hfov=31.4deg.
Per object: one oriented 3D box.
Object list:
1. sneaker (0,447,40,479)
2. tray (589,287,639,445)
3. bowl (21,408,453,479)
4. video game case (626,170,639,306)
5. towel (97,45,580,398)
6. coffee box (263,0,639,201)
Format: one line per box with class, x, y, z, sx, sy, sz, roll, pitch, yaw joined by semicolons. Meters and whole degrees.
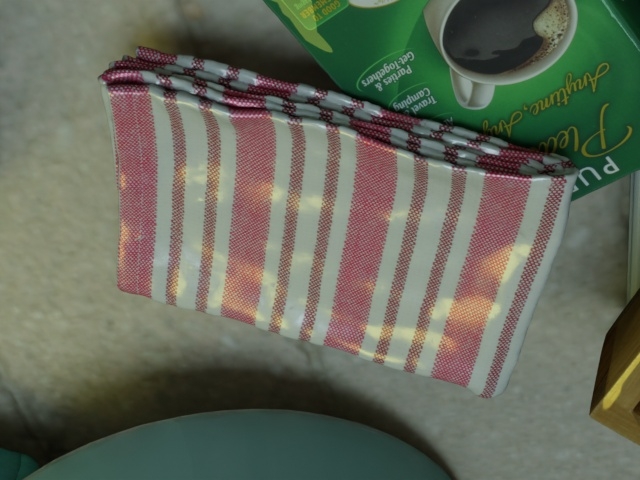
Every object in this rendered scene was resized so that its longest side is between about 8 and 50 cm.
sneaker;-0.223;0.221;0.668;0.110;0.107;0.275;9;126;-12
tray;0.341;0.084;0.446;0.411;0.076;0.203;29;124;2
bowl;-0.045;0.253;0.590;0.311;0.163;0.312;-6;126;-9
video game case;0.239;-0.014;0.502;0.201;0.023;0.183;-3;126;8
towel;0.000;0.000;0.493;0.197;0.029;0.144;16;137;9
coffee box;0.054;-0.089;0.439;0.113;0.040;0.184;-30;115;35
